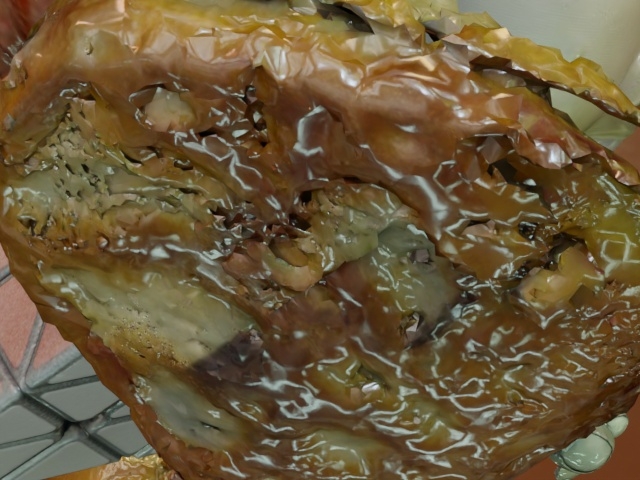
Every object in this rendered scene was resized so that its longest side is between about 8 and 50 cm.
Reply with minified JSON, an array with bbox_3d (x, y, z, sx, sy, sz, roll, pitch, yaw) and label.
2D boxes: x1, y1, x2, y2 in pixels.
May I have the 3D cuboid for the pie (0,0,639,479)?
[{"bbox_3d":[0.000,0.001,0.685,0.308,0.085,0.308,14,138,13],"label":"pie"}]

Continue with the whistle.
[{"bbox_3d":[0.261,0.208,2.015,0.114,0.077,0.235,-45,139,14],"label":"whistle"}]

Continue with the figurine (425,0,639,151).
[{"bbox_3d":[0.224,-0.151,0.935,0.394,0.227,0.274,9,137,-10],"label":"figurine"}]

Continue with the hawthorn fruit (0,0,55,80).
[{"bbox_3d":[-0.064,-0.167,0.835,0.205,0.205,0.253,35,71,-37],"label":"hawthorn fruit"}]

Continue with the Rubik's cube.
[{"bbox_3d":[-0.182,0.063,1.199,0.228,0.229,0.233,13,121,15],"label":"Rubik's cube"}]

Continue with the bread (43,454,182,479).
[{"bbox_3d":[-0.219,0.323,1.800,0.149,0.344,0.195,18,165,-37],"label":"bread"}]
